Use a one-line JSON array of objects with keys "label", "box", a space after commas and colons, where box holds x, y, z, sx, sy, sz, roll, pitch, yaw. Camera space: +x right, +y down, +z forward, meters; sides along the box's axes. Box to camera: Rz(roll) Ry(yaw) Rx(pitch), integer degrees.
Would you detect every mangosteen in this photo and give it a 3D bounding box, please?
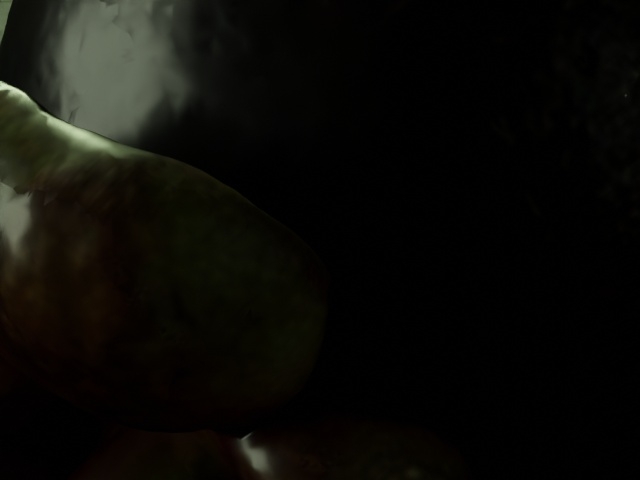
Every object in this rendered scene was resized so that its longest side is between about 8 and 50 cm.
[{"label": "mangosteen", "box": [0.000, 0.000, 0.672, 0.382, 0.435, 0.382, 33, 138, 36]}]
